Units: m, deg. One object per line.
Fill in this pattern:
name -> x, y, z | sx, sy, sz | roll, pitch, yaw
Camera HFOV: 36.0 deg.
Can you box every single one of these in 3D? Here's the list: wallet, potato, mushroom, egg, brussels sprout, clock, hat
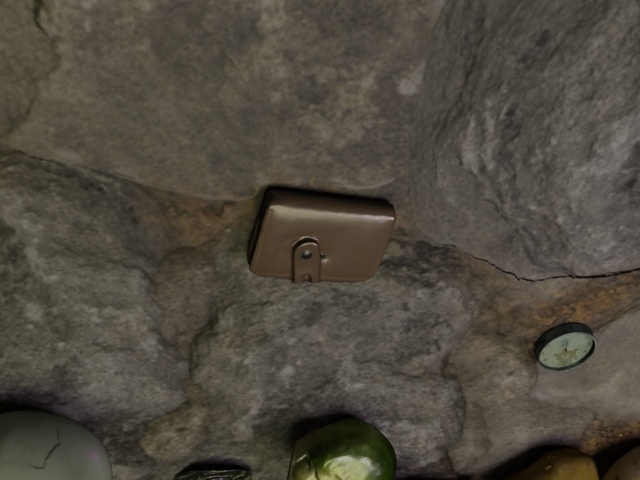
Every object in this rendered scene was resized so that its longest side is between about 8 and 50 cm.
wallet -> 0.000, 0.000, 1.099 | 0.153, 0.038, 0.118 | 3, 129, -18
potato -> 0.345, 0.393, 1.491 | 0.176, 0.137, 0.137 | -39, 130, 15
mushroom -> 0.505, 0.393, 1.520 | 0.166, 0.127, 0.166 | -32, 143, -28
egg -> -0.358, 0.282, 1.195 | 0.209, 0.151, 0.151 | 15, 127, -18
brussels sprout -> 0.029, 0.314, 1.346 | 0.155, 0.117, 0.155 | 0, 114, 0
clock -> 0.331, 0.145, 1.330 | 0.085, 0.017, 0.085 | -7, 133, -7
hat -> -0.152, 0.362, 1.390 | 0.121, 0.050, 0.121 | -6, 136, -6
